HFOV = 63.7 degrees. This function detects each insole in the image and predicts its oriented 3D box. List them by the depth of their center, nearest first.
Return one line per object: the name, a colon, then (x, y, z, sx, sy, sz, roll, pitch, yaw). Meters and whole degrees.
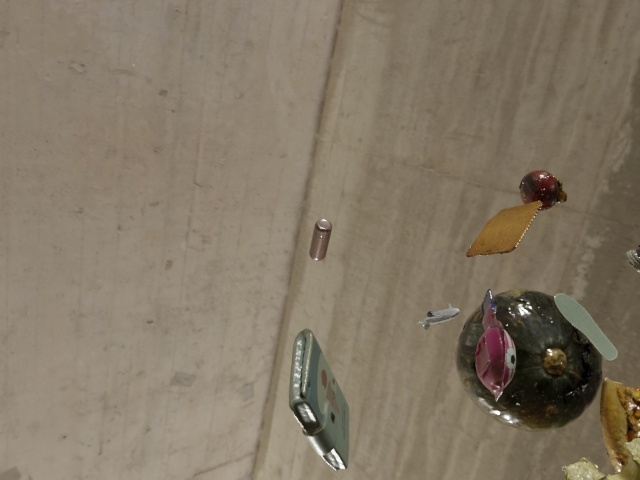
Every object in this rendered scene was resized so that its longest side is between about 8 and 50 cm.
insole: (0.498, 0.160, 0.968, 0.053, 0.152, 0.002, -27, -18, -25)

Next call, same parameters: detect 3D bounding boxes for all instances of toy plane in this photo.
toy plane: (0.474, 0.305, 2.063, 0.171, 0.065, 0.162, -34, -27, 22)

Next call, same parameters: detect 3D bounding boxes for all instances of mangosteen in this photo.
mangosteen: (0.897, -0.203, 2.081, 0.180, 0.166, 0.166, -7, -64, -18)

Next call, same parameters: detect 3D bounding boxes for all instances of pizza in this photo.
pizza: (0.834, 0.504, 1.314, 0.278, 0.114, 0.408, -29, -80, -29)

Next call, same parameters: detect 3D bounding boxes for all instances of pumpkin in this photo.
pumpkin: (0.656, 0.375, 1.638, 0.454, 0.454, 0.344, -48, -8, -17)

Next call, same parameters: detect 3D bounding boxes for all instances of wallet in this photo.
wallet: (0.003, 0.443, 1.394, 0.252, 0.083, 0.360, -83, -26, -52)

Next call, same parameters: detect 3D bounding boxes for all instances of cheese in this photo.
cheese: (0.368, 0.218, 1.097, 0.155, 0.062, 0.244, 92, -176, -47)

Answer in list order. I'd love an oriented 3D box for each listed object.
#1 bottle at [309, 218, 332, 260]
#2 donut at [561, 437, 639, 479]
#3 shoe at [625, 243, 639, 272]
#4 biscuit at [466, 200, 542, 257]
bottle: (0.000, 0.000, 1.525, 0.053, 0.053, 0.140, -28, -31, -33)
donut: (0.476, 0.379, 0.817, 0.166, 0.065, 0.108, -26, -82, 3)
shoe: (1.157, 0.086, 1.732, 0.099, 0.227, 0.125, -15, -38, -49)
biscuit: (0.623, -0.037, 1.757, 0.013, 0.232, 0.237, 45, -113, -14)
